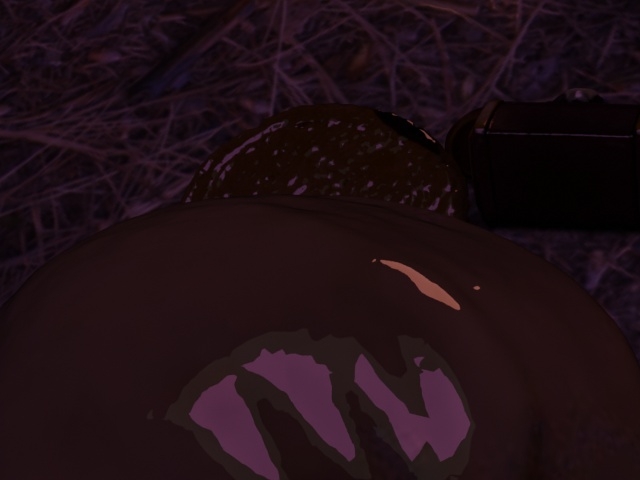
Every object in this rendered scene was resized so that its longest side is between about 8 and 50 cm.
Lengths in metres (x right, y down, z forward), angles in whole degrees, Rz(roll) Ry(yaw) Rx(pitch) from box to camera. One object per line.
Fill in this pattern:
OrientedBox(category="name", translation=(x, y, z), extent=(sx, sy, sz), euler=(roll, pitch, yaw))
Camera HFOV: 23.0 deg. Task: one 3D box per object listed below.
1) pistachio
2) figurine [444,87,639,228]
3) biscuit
OrientedBox(category="pistachio", translation=(-0.030, 0.132, 0.883), extent=(0.445, 0.281, 0.365), euler=(0, 54, 31))
OrientedBox(category="figurine", translation=(0.161, -0.069, 1.080), extent=(0.154, 0.082, 0.098), euler=(4, 43, 20))
OrientedBox(category="biscuit", translation=(0.000, 0.000, 1.089), extent=(0.225, 0.042, 0.226), euler=(-8, 61, 15))
